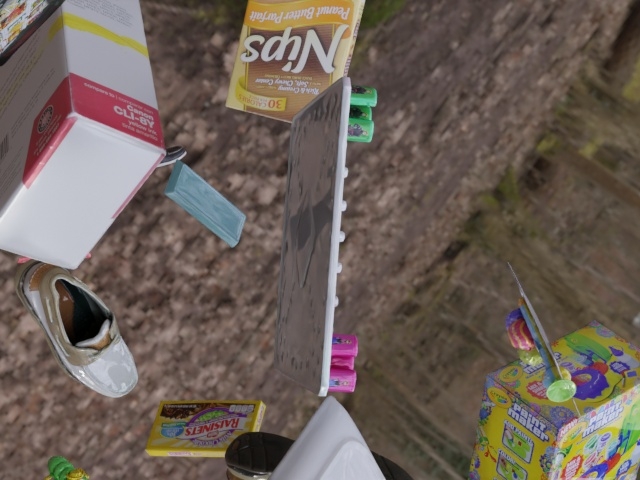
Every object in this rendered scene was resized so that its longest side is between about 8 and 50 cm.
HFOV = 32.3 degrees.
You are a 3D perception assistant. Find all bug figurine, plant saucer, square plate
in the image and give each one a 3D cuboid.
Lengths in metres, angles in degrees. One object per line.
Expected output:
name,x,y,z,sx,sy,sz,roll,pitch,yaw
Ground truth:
bug figurine,-0.413,0.425,1.731,0.279,0.216,0.072,-22,129,-42
plant saucer,-0.189,-0.061,1.866,0.018,0.192,0.067,-1,-119,35
square plate,0.042,0.429,1.473,0.049,0.344,0.347,-22,-167,32

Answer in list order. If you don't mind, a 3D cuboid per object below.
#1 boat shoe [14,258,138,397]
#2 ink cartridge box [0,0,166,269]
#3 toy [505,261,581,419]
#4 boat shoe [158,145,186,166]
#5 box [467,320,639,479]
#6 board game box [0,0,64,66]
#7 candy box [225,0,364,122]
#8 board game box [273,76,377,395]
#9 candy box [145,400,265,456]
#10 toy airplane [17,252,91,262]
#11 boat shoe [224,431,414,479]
boat shoe,-0.395,0.160,1.855,0.103,0.302,0.113,11,-127,48
ink cartridge box,-0.389,-0.197,1.685,0.279,0.160,0.385,-47,-140,31
toy,0.316,0.153,1.651,0.056,0.137,0.237,-26,-147,5
boat shoe,-0.296,-0.150,1.975,0.125,0.038,0.046,-25,-159,-31
box,0.440,0.342,2.002,0.290,0.177,0.279,-21,130,-32
board game box,-0.249,-0.246,1.008,0.259,0.030,0.136,-40,179,18
candy box,-0.032,-0.356,1.845,0.087,0.183,0.316,-48,152,-79
board game box,0.000,0.000,1.522,0.390,0.050,0.390,173,-78,-79
candy box,-0.205,0.334,1.965,0.027,0.206,0.105,61,33,-46
toy airplane,-0.546,0.025,2.267,0.151,0.151,0.028,121,-38,-82
boat shoe,-0.001,0.410,1.835,0.122,0.324,0.120,-62,162,-58
